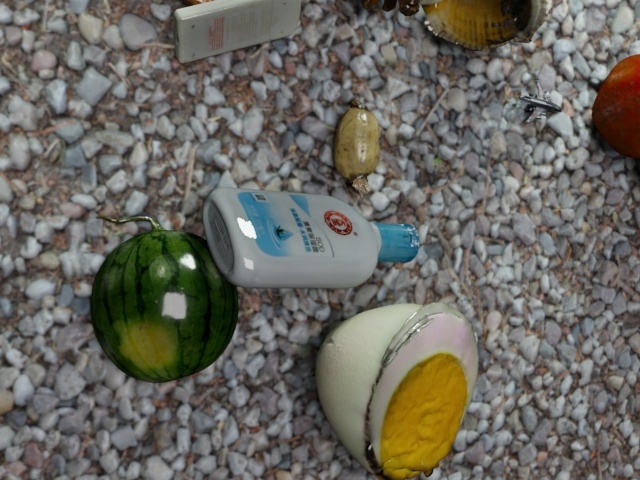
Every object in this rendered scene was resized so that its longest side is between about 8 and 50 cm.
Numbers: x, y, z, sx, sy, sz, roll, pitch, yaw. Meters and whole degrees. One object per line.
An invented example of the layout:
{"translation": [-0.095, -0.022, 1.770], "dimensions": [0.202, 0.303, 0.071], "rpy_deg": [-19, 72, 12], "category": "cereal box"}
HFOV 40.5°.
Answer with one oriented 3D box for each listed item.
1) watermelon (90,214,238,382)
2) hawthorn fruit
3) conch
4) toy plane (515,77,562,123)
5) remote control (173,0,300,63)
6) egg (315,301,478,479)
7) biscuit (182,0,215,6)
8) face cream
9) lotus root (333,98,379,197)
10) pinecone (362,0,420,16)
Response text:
{"translation": [-0.206, 0.080, 1.182], "dimensions": [0.204, 0.127, 0.232], "rpy_deg": [4, 84, -18], "category": "watermelon"}
{"translation": [0.550, -0.227, 1.441], "dimensions": [0.189, 0.189, 0.189], "rpy_deg": [0, 91, -21], "category": "hawthorn fruit"}
{"translation": [0.263, -0.387, 1.345], "dimensions": [0.245, 0.163, 0.178], "rpy_deg": [-13, 79, 9], "category": "conch"}
{"translation": [0.366, -0.229, 1.448], "dimensions": [0.083, 0.031, 0.078], "rpy_deg": [15, 86, -21], "category": "toy plane"}
{"translation": [-0.117, -0.311, 1.233], "dimensions": [0.190, 0.087, 0.029], "rpy_deg": [-20, 60, -19], "category": "remote control"}
{"translation": [0.105, 0.210, 1.291], "dimensions": [0.286, 0.174, 0.264], "rpy_deg": [44, 71, -44], "category": "egg"}
{"translation": [-0.180, -0.467, 1.224], "dimensions": [0.284, 0.043, 0.306], "rpy_deg": [-10, 97, -24], "category": "biscuit"}
{"translation": [0.000, 0.000, 1.252], "dimensions": [0.337, 0.080, 0.163], "rpy_deg": [3, 49, -35], "category": "face cream"}
{"translation": [0.056, -0.140, 1.313], "dimensions": [0.072, 0.063, 0.152], "rpy_deg": [-2, 88, -31], "category": "lotus root"}
{"translation": [0.106, -0.434, 1.268], "dimensions": [0.185, 0.168, 0.212], "rpy_deg": [-20, 100, 4], "category": "pinecone"}
